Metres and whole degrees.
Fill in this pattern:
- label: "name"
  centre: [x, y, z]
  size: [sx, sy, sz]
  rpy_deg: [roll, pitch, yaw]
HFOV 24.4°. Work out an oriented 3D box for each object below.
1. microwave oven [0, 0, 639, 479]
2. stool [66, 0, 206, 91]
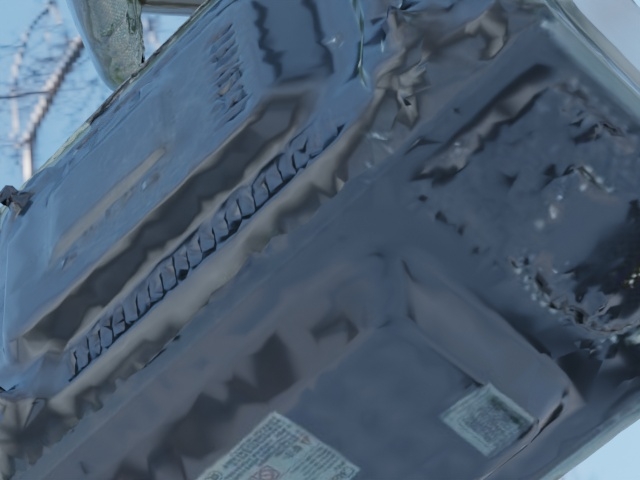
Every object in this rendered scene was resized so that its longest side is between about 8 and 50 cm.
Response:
- label: "microwave oven"
  centre: [0.000, 0.000, 0.599]
  size: [0.295, 0.237, 0.181]
  rpy_deg: [-41, -60, 19]
- label: "stool"
  centre: [-0.107, -0.307, 1.070]
  size: [0.226, 0.310, 0.310]
  rpy_deg: [-17, -47, -9]
